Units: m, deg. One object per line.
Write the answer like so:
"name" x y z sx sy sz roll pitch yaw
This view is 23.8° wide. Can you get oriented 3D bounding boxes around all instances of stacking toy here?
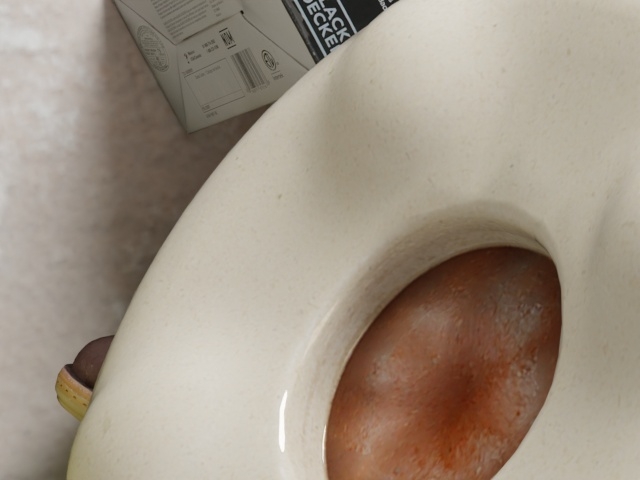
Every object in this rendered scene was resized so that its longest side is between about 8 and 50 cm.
"stacking toy" 0.168 0.140 0.618 0.480 0.350 0.351 36 72 -36

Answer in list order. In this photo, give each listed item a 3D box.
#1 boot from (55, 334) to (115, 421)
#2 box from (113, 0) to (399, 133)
"boot" 0.000 0.000 0.735 0.248 0.090 0.207 5 108 -41
"box" 0.055 -0.167 0.759 0.290 0.169 0.087 -33 100 -24
